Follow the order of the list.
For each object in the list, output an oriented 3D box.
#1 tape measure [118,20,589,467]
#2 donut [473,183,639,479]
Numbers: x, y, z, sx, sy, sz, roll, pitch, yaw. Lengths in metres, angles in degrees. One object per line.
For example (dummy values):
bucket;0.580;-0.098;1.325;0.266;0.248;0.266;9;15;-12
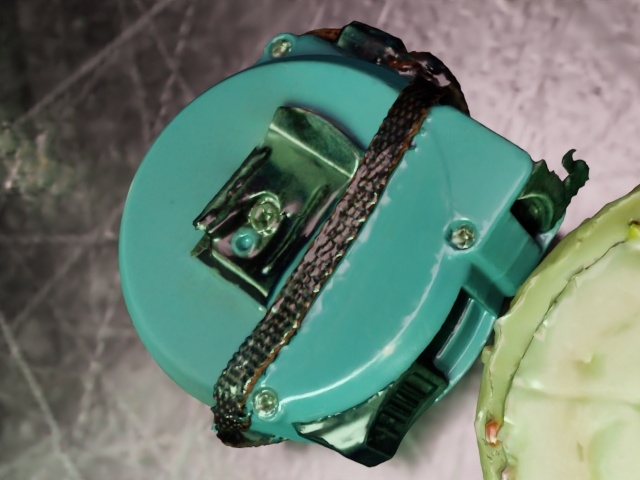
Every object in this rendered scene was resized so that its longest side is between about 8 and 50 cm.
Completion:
tape measure;0.000;0.000;0.492;0.125;0.081;0.146;33;87;27
donut;0.134;0.060;0.457;0.175;0.068;0.174;-3;78;15
